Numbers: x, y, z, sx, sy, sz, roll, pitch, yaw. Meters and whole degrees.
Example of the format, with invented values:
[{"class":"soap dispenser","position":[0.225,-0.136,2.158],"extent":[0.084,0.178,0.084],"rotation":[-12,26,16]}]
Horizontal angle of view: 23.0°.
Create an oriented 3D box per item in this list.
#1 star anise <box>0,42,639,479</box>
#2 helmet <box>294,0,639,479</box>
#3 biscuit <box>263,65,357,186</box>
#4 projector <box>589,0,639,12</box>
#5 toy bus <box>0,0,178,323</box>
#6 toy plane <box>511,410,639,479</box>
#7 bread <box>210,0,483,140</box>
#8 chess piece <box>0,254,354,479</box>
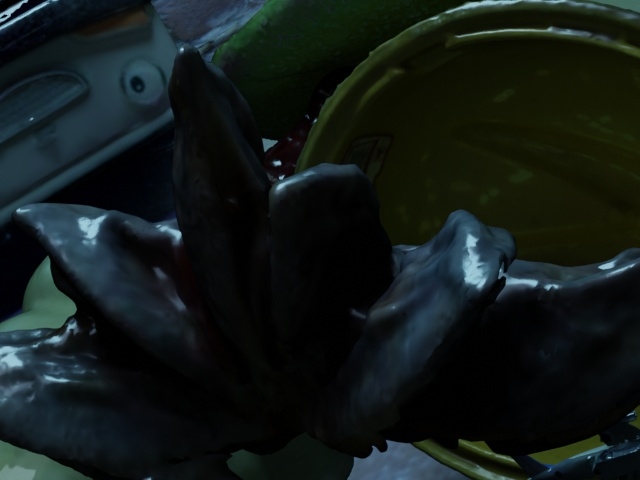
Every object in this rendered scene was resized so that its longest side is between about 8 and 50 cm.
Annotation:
[{"class":"star anise","position":[0.000,0.030,0.543],"extent":[0.282,0.212,0.129],"rotation":[-5,70,32]},{"class":"helmet","position":[0.126,-0.001,0.681],"extent":[0.257,0.205,0.140],"rotation":[13,14,22]},{"class":"biscuit","position":[-0.004,-0.004,0.911],"extent":[0.151,0.063,0.235],"rotation":[35,56,21]},{"class":"projector","position":[0.258,-0.127,0.785],"extent":[0.269,0.088,0.194],"rotation":[-9,66,43]},{"class":"toy bus","position":[-0.196,-0.067,1.116],"extent":[0.209,0.249,0.440],"rotation":[-31,16,-8]},{"class":"toy plane","position":[0.114,0.084,0.613],"extent":[0.084,0.078,0.024],"rotation":[-19,14,30]},{"class":"bread","position":[0.072,-0.142,1.022],"extent":[0.301,0.045,0.301],"rotation":[-22,-14,-6]},{"class":"chess piece","position":[-0.149,0.167,0.672],"extent":[0.182,0.182,0.330],"rotation":[-2,40,51]}]
